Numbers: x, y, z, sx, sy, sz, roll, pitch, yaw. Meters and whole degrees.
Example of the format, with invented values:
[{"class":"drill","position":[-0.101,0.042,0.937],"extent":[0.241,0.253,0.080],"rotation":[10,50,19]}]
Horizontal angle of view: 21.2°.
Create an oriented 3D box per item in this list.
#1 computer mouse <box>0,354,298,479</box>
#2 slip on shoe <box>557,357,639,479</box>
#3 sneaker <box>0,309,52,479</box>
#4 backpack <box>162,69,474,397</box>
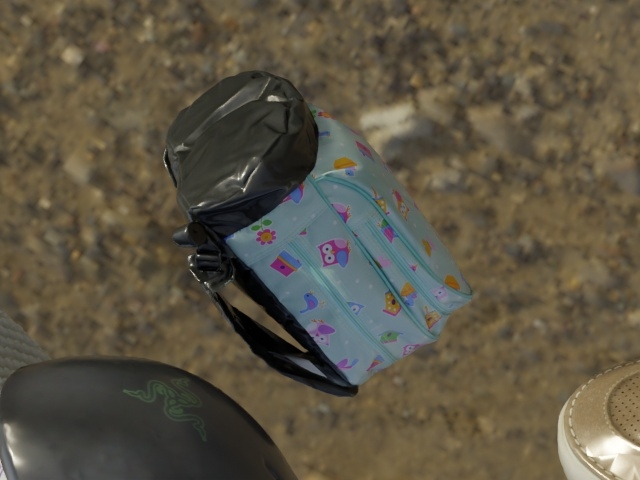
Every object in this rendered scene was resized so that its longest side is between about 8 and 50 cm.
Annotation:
[{"class":"computer mouse","position":[-0.025,0.136,0.744],"extent":[0.072,0.188,0.272],"rotation":[-36,116,18]},{"class":"slip on shoe","position":[0.112,0.037,0.344],"extent":[0.135,0.051,0.041],"rotation":[7,135,29]},{"class":"sneaker","position":[-0.184,0.171,0.954],"extent":[0.161,0.102,0.282],"rotation":[-31,97,10]},{"class":"backpack","position":[0.000,0.000,0.968],"extent":[0.115,0.152,0.182],"rotation":[-33,118,15]}]
